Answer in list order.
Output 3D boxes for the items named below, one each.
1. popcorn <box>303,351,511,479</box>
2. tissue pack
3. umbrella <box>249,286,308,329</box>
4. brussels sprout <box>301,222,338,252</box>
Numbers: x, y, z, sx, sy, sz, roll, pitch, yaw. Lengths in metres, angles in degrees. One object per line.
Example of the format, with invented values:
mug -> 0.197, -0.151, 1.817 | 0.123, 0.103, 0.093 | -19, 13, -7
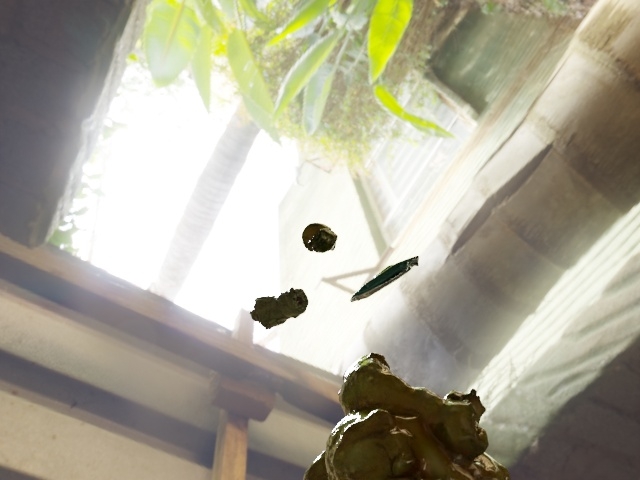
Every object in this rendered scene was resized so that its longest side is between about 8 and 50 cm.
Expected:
popcorn -> 0.113, 0.363, 0.839 | 0.290, 0.326, 0.321 | -65, -43, -70
tissue pack -> 0.107, 0.066, 0.967 | 0.028, 0.138, 0.085 | 56, -179, 14
umbrella -> -0.080, 0.125, 1.025 | 0.067, 0.143, 0.062 | 50, -133, -18
brussels sprout -> 0.001, 0.000, 0.816 | 0.051, 0.046, 0.083 | 3, -170, -13
